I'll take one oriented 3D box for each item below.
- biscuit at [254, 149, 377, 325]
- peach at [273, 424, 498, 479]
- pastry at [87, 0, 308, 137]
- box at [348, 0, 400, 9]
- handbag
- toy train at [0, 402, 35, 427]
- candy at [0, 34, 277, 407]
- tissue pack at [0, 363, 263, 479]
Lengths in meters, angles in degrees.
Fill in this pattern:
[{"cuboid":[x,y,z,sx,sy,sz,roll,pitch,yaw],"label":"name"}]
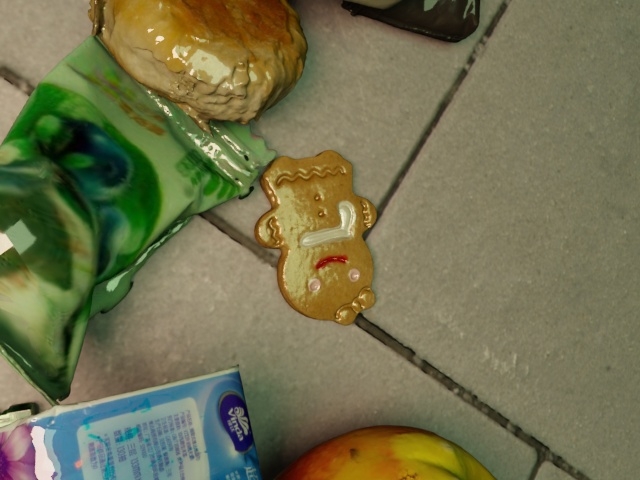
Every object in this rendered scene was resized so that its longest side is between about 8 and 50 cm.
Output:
[{"cuboid":[0.001,0.000,0.728,0.184,0.035,0.248,-10,93,-24],"label":"biscuit"},{"cuboid":[0.067,0.399,0.591,0.370,0.370,0.370,1,88,-24],"label":"peach"},{"cuboid":[-0.134,-0.248,0.609,0.236,0.121,0.257,24,50,-24],"label":"pastry"},{"cuboid":[-0.037,-0.472,0.589,0.373,0.090,0.367,-10,87,-40],"label":"box"},{"cuboid":[0.144,-0.440,0.781,0.223,0.080,0.246,6,85,-23],"label":"handbag"},{"cuboid":[-0.352,0.209,0.565,0.083,0.033,0.053,-3,84,-24],"label":"toy train"},{"cuboid":[-0.236,-0.064,0.561,0.263,0.172,0.398,48,59,-20],"label":"candy"},{"cuboid":[-0.143,0.256,0.414,0.198,0.146,0.263,3,67,-55],"label":"tissue pack"}]
